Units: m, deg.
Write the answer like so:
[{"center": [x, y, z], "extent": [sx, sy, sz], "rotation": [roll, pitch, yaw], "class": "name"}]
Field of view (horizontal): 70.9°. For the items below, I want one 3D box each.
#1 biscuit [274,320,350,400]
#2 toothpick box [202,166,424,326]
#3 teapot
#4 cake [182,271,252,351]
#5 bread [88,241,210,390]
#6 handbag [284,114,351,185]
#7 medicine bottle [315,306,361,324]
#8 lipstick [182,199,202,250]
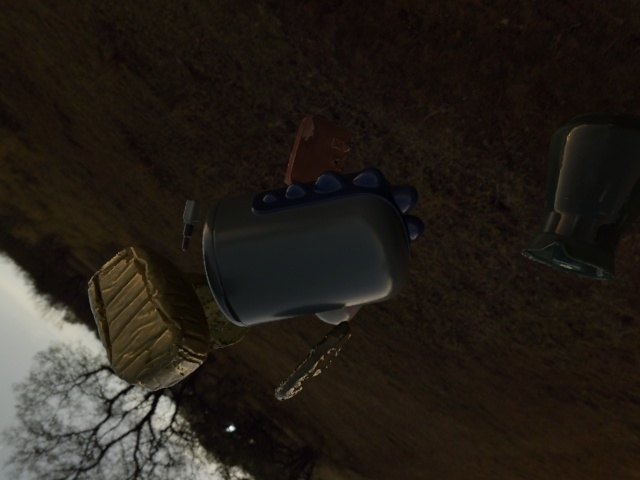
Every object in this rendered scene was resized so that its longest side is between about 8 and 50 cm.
[{"center": [-0.026, 0.250, 0.857], "extent": [0.038, 0.141, 0.289], "rotation": [47, 149, 15], "class": "biscuit"}, {"center": [0.000, 0.000, 0.779], "extent": [0.356, 0.262, 0.262], "rotation": [-11, 140, 10], "class": "toothpick box"}, {"center": [0.421, -0.059, 0.698], "extent": [0.171, 0.224, 0.203], "rotation": [22, 178, 35], "class": "teapot"}, {"center": [-0.297, 0.185, 1.189], "extent": [0.261, 0.178, 0.156], "rotation": [6, -172, -12], "class": "cake"}, {"center": [-0.257, 0.114, 0.683], "extent": [0.236, 0.140, 0.106], "rotation": [52, -179, 35], "class": "bread"}, {"center": [-0.003, -0.240, 1.298], "extent": [0.158, 0.212, 0.059], "rotation": [17, -179, -24], "class": "handbag"}, {"center": [0.100, 0.065, 1.134], "extent": [0.130, 0.341, 0.130], "rotation": [32, 153, 19], "class": "medicine bottle"}, {"center": [-0.272, -0.030, 0.934], "extent": [0.025, 0.107, 0.025], "rotation": [13, 180, 29], "class": "lipstick"}]
